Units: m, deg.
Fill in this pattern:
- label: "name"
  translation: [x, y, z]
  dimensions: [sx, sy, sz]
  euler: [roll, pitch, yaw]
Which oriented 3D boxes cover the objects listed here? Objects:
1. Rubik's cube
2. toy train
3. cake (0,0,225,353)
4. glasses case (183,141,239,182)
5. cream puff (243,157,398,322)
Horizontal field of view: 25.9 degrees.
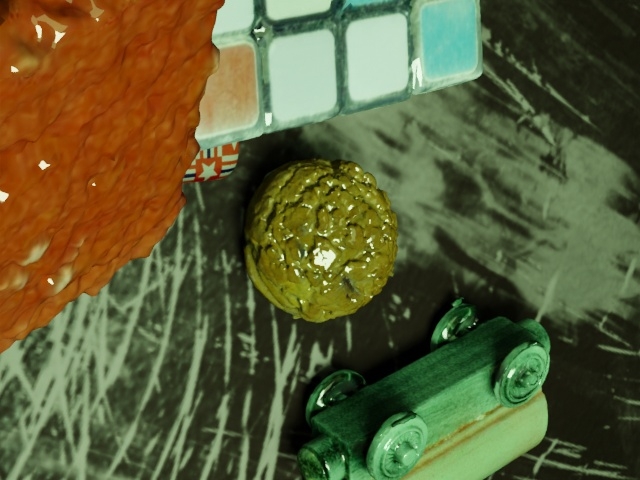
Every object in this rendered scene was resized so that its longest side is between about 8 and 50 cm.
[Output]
- label: "Rubik's cube"
  translation: [-0.068, -0.219, 0.917]
  dimensions: [0.253, 0.256, 0.259]
  euler: [-15, 111, -37]
- label: "toy train"
  translation: [0.100, 0.175, 1.261]
  dimensions: [0.285, 0.116, 0.177]
  euler: [-25, 128, -33]
- label: "cake"
  translation: [-0.252, -0.105, 0.705]
  dimensions: [0.270, 0.319, 0.269]
  euler: [-37, 160, -35]
- label: "glasses case"
  translation: [-0.148, -0.075, 1.023]
  dimensions: [0.194, 0.049, 0.073]
  euler: [-6, 104, -38]
- label: "cream puff"
  translation: [0.004, -0.001, 1.132]
  dimensions: [0.126, 0.103, 0.144]
  euler: [-39, 117, -25]
